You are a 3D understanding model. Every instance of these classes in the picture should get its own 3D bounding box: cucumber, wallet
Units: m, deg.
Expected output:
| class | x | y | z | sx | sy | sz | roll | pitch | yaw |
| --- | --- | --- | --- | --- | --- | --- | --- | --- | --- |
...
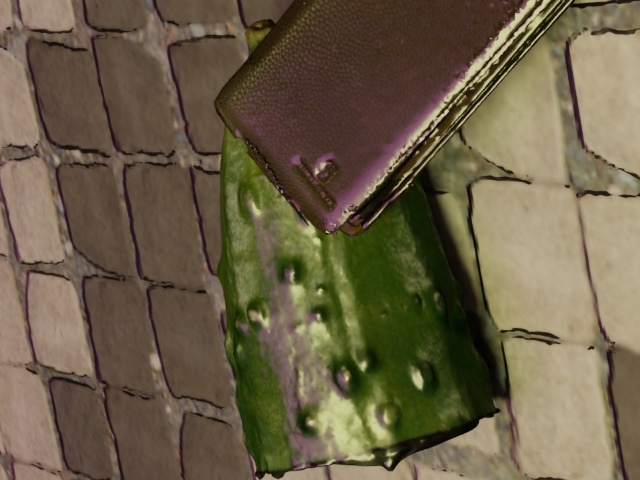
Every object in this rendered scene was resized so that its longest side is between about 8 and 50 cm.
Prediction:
| class | x | y | z | sx | sy | sz | roll | pitch | yaw |
| --- | --- | --- | --- | --- | --- | --- | --- | --- | --- |
| cucumber | 0.003 | -0.001 | 1.035 | 0.134 | 0.134 | 0.244 | -18 | 88 | 54 |
| wallet | 0.039 | -0.101 | 0.935 | 0.198 | 0.031 | 0.110 | -48 | 67 | 22 |
